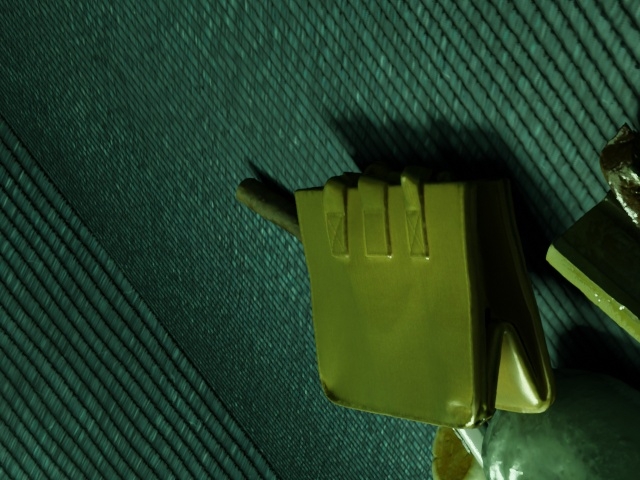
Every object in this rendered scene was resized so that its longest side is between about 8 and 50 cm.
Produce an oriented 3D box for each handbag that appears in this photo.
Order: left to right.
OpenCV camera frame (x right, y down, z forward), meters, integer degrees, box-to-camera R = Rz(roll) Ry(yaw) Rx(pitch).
[{"bbox_3d":[0.109,0.051,1.863,0.401,0.133,0.283,3,107,65],"label":"handbag"}]

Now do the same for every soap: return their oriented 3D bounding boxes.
[{"bbox_3d":[0.322,0.060,1.472,0.252,0.092,0.037,43,160,24],"label":"soap"}]

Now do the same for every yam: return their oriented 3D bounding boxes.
[{"bbox_3d":[0.000,0.000,2.284,0.327,0.045,0.045,35,-169,38],"label":"yam"}]

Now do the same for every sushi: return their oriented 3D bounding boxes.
[{"bbox_3d":[0.280,-0.052,1.411,0.060,0.061,0.118,-22,133,30],"label":"sushi"}]

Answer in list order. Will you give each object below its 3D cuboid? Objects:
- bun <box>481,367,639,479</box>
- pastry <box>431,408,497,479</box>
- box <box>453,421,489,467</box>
[{"bbox_3d":[0.317,0.300,1.829,0.354,0.194,0.354,45,164,16],"label":"bun"},{"bbox_3d":[0.212,0.285,2.182,0.092,0.156,0.156,10,-178,-26],"label":"pastry"},{"bbox_3d":[0.162,0.181,2.096,0.142,0.044,0.285,55,-175,-22],"label":"box"}]
